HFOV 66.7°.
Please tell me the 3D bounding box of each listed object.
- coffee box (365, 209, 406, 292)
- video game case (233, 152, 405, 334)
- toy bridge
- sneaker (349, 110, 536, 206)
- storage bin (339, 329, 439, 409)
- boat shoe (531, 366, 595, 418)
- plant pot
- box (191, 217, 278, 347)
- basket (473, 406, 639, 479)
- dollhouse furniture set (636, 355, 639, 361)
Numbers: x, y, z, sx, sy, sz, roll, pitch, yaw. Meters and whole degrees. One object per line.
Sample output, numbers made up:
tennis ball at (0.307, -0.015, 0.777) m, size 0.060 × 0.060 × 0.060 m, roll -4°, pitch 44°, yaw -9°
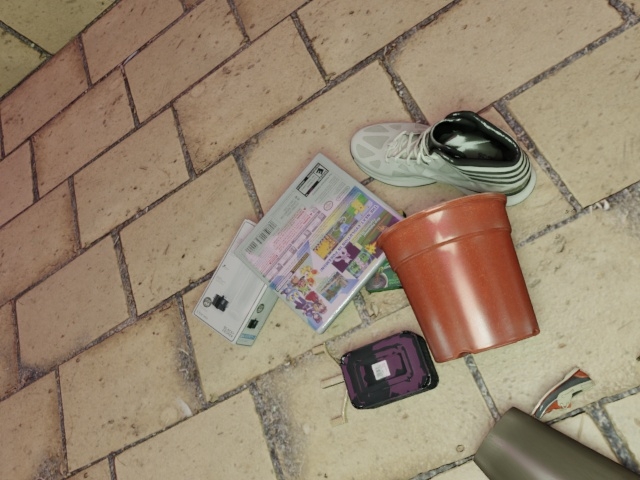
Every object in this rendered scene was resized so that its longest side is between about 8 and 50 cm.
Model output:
coffee box at (0.154, 0.026, 1.145) m, size 0.113 × 0.040 × 0.184 m, roll -10°, pitch 69°, yaw 23°
video game case at (0.000, 0.000, 1.151) m, size 0.300 × 0.036 × 0.329 m, roll 41°, pitch 90°, yaw 20°
toy bridge at (0.031, 0.324, 1.117) m, size 0.063 × 0.026 × 0.188 m, roll -23°, pitch 65°, yaw 15°
sneaker at (0.233, -0.220, 1.061) m, size 0.448 × 0.257 × 0.169 m, roll 18°, pitch 82°, yaw 30°
storage bin at (0.146, 0.279, 1.041) m, size 0.180 × 0.084 × 0.122 m, roll -25°, pitch 64°, yaw 17°
boat shoe at (0.444, 0.285, 0.889) m, size 0.137 × 0.049 × 0.043 m, roll -29°, pitch 56°, yaw -20°
plant pot at (0.279, 0.084, 0.951) m, size 0.272 × 0.272 × 0.265 m, roll -22°, pitch 73°, yaw 18°
box at (-0.186, 0.108, 1.260) m, size 0.169 × 0.087 × 0.290 m, roll 26°, pitch 86°, yaw 30°
basket at (0.398, 0.412, 0.839) m, size 0.227 × 0.154 × 0.204 m, roll 37°, pitch 93°, yaw 34°
dollhouse furniture set at (0.700, 0.212, 0.758) m, size 0.259 × 0.135 × 0.262 m, roll -43°, pitch 60°, yaw 8°
